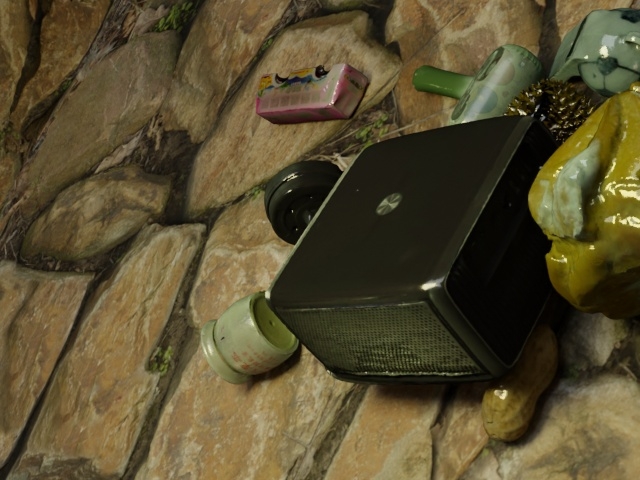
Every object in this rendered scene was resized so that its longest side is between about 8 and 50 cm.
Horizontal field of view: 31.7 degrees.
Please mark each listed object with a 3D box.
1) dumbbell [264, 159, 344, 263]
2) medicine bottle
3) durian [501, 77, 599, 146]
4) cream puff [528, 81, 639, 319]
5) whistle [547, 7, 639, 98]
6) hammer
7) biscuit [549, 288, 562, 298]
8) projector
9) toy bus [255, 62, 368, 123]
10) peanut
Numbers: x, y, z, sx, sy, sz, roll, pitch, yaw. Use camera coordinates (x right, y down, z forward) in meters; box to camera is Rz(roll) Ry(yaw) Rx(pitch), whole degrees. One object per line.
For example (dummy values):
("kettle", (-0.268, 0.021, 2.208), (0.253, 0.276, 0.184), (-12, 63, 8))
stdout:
("dumbbell", (0.000, 0.000, 2.131), (0.185, 0.185, 0.388), (-37, 40, 21))
("medicine bottle", (-0.137, 0.188, 2.158), (0.143, 0.147, 0.147), (-33, 41, 27))
("durian", (0.385, -0.174, 1.893), (0.193, 0.138, 0.237), (-50, 38, 6))
("cream puff", (0.461, -0.066, 1.532), (0.378, 0.378, 0.275), (-25, 61, 33))
("whistle", (0.496, -0.308, 1.900), (0.163, 0.163, 0.289), (-56, 0, -3))
("hammer", (0.273, -0.283, 2.134), (0.206, 0.119, 0.335), (-55, 30, -3))
("biscuit", (0.402, 0.055, 1.779), (0.199, 0.034, 0.064), (-13, 53, 42))
("projector", (0.179, 0.022, 1.810), (0.405, 0.242, 0.395), (-8, 40, 48))
("toy bus", (-0.024, -0.322, 2.489), (0.274, 0.090, 0.112), (1, 69, 47))
("peanut", (0.303, 0.215, 1.714), (0.089, 0.089, 0.192), (16, 74, 51))
